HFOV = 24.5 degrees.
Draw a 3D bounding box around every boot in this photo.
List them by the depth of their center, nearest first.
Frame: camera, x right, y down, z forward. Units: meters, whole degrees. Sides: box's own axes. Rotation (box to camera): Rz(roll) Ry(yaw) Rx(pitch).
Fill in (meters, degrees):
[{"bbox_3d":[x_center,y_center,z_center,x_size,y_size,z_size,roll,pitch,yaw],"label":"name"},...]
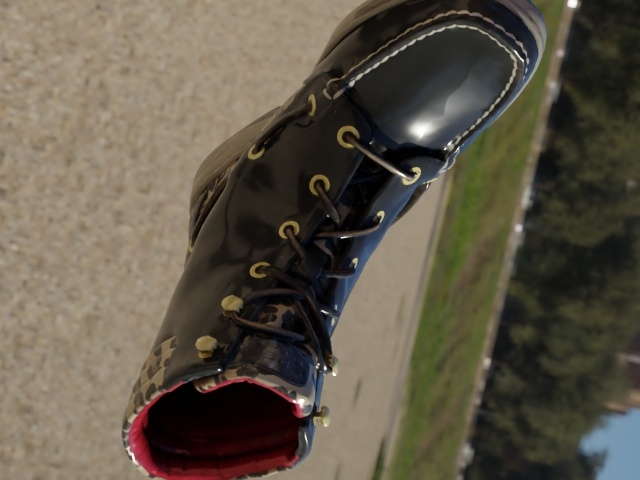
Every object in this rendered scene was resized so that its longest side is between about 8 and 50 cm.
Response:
[{"bbox_3d":[0.000,0.000,1.040,0.377,0.138,0.284,-31,-148,42],"label":"boot"}]
